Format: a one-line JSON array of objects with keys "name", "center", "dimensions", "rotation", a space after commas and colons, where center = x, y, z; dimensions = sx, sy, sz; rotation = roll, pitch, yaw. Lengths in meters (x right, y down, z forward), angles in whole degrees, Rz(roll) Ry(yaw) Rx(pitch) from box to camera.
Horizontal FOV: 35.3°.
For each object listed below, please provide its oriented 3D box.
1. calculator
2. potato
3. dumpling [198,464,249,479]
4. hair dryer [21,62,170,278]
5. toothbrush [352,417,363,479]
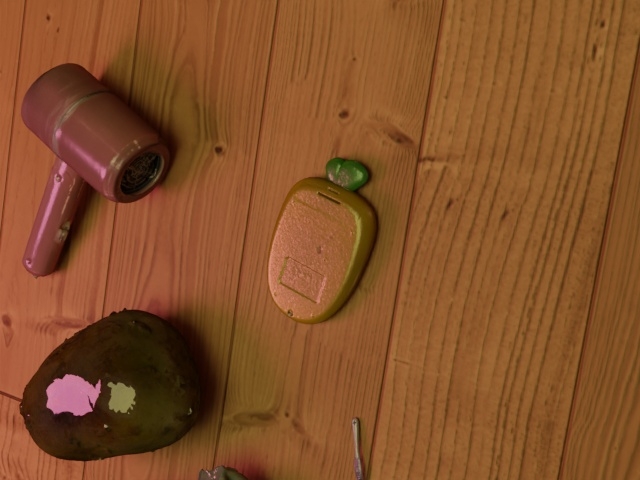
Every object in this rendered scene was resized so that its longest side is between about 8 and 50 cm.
[{"name": "calculator", "center": [0.000, 0.000, 1.344], "dimensions": [0.146, 0.032, 0.235], "rotation": [27, 107, 28]}, {"name": "potato", "center": [-0.310, 0.218, 1.464], "dimensions": [0.307, 0.173, 0.210], "rotation": [-23, 82, 28]}, {"name": "dumpling", "center": [-0.112, 0.414, 1.404], "dimensions": [0.105, 0.149, 0.216], "rotation": [-26, 81, -9]}, {"name": "hair dryer", "center": [-0.373, -0.067, 1.540], "dimensions": [0.210, 0.125, 0.352], "rotation": [40, 121, 23]}, {"name": "toothbrush", "center": [0.051, 0.301, 1.337], "dimensions": [0.011, 0.013, 0.131], "rotation": [-7, 86, 27]}]
